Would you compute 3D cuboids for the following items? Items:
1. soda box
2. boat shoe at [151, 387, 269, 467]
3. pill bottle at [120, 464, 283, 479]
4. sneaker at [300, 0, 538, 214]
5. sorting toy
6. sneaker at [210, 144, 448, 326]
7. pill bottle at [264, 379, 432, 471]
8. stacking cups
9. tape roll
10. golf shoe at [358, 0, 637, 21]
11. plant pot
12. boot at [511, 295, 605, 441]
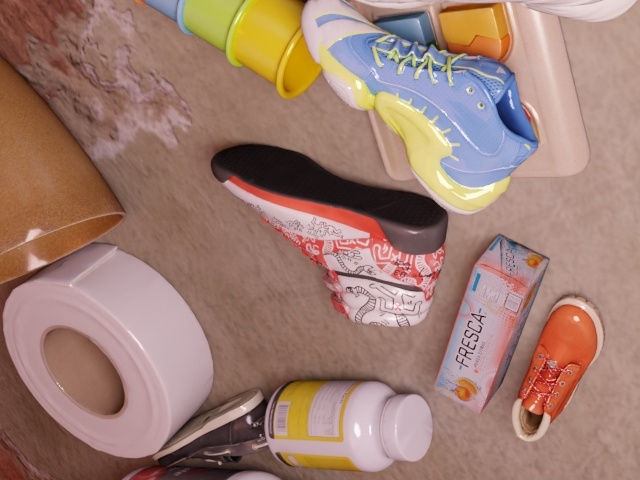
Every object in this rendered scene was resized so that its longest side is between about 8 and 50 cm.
[{"bbox_3d":[0.170,0.086,1.101,0.058,0.063,0.183,28,132,18],"label":"soda box"},{"bbox_3d":[-0.141,0.267,1.442,0.233,0.084,0.079,-29,100,41],"label":"boat shoe"},{"bbox_3d":[-0.132,0.391,1.449,0.318,0.176,0.176,-7,115,41],"label":"pill bottle"},{"bbox_3d":[0.096,-0.141,0.943,0.240,0.091,0.126,47,127,-7],"label":"sneaker"},{"bbox_3d":[0.125,-0.140,0.993,0.208,0.038,0.193,-1,119,37],"label":"sorting toy"},{"bbox_3d":[0.000,0.001,1.147,0.270,0.090,0.145,19,127,22],"label":"sneaker"},{"bbox_3d":[0.033,0.213,1.262,0.184,0.103,0.103,-5,116,38],"label":"pill bottle"},{"bbox_3d":[-0.131,-0.258,1.076,0.316,0.096,0.096,35,135,18],"label":"stacking cups"},{"bbox_3d":[-0.283,0.147,1.452,0.286,0.100,0.286,20,130,26],"label":"tape roll"},{"bbox_3d":[0.098,-0.239,0.859,0.306,0.140,0.115,9,99,29],"label":"golf shoe"},{"bbox_3d":[-0.392,-0.093,1.296,0.237,0.237,0.254,-29,86,45],"label":"plant pot"},{"bbox_3d":[0.230,0.129,1.073,0.059,0.084,0.158,26,130,22],"label":"boot"}]
